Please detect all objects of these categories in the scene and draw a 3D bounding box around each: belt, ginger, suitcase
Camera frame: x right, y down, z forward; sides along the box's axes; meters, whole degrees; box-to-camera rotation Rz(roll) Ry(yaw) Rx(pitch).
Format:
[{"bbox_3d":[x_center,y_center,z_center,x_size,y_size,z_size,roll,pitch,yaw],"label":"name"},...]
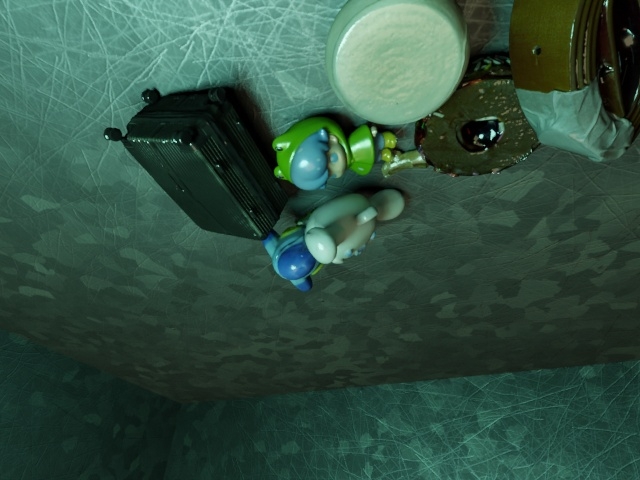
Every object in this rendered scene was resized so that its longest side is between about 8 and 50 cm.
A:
[{"bbox_3d":[0.424,-0.281,0.644,0.217,0.122,0.338,-41,127,-6],"label":"belt"},{"bbox_3d":[0.207,-0.184,0.948,0.137,0.044,0.057,-9,159,19],"label":"ginger"},{"bbox_3d":[-0.244,-0.150,0.890,0.230,0.152,0.335,11,149,31],"label":"suitcase"}]

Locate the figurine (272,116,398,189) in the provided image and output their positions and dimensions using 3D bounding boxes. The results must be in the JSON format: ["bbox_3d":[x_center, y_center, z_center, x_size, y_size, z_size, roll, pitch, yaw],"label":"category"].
[{"bbox_3d":[0.029,-0.189,0.889,0.264,0.143,0.162,-10,152,-10],"label":"figurine"}]

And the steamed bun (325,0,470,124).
[{"bbox_3d":[0.124,-0.317,0.689,0.232,0.145,0.231,2,137,2],"label":"steamed bun"}]

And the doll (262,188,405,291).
[{"bbox_3d":[0.003,0.008,0.998,0.366,0.186,0.376,-27,164,40],"label":"doll"}]

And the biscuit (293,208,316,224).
[{"bbox_3d":[-0.030,-0.059,1.154,0.046,0.016,0.089,32,134,-30],"label":"biscuit"}]

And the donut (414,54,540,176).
[{"bbox_3d":[0.317,-0.237,0.818,0.270,0.103,0.269,4,142,3],"label":"donut"}]
